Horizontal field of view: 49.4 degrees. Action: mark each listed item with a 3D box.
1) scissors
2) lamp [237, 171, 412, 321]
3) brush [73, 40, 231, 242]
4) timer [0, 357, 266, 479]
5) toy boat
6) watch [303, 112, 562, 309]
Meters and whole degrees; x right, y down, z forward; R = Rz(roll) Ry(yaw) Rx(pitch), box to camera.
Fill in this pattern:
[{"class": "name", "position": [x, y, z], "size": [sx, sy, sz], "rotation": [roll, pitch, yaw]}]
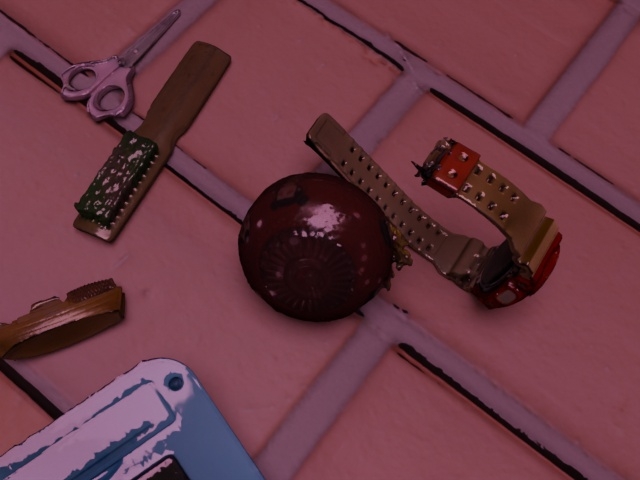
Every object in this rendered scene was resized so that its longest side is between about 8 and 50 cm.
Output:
[{"class": "scissors", "position": [-0.232, -0.224, 0.851], "size": [0.100, 0.015, 0.189], "rotation": [32, 68, 12]}, {"class": "lamp", "position": [-0.003, 0.003, 0.711], "size": [0.157, 0.156, 0.135], "rotation": [45, 25, -15]}, {"class": "brush", "position": [-0.191, -0.126, 0.798], "size": [0.054, 0.048, 0.282], "rotation": [25, 66, 7]}, {"class": "timer", "position": [-0.165, 0.261, 0.637], "size": [0.232, 0.091, 0.250], "rotation": [-33, 84, -16]}, {"class": "toy boat", "position": [-0.271, 0.081, 0.706], "size": [0.149, 0.047, 0.049], "rotation": [-20, 56, -14]}, {"class": "watch", "position": [0.117, -0.041, 0.700], "size": [0.268, 0.165, 0.102], "rotation": [42, 68, -15]}]
